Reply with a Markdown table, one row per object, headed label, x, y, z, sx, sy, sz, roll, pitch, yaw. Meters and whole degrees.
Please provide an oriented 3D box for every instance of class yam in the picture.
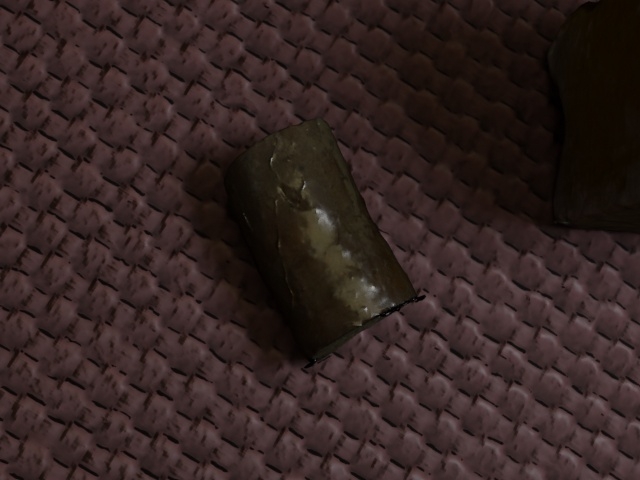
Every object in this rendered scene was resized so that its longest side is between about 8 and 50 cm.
| label | x | y | z | sx | sy | sz | roll | pitch | yaw |
| --- | --- | --- | --- | --- | --- | --- | --- | --- | --- |
| yam | -0.001 | 0.001 | 0.671 | 0.084 | 0.084 | 0.127 | -25 | 81 | -14 |

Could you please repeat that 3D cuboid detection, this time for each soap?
| label | x | y | z | sx | sy | sz | roll | pitch | yaw |
| --- | --- | --- | --- | --- | --- | --- | --- | --- | --- |
| soap | 0.336 | -0.092 | 0.631 | 0.338 | 0.304 | 0.169 | 2 | 83 | -10 |
